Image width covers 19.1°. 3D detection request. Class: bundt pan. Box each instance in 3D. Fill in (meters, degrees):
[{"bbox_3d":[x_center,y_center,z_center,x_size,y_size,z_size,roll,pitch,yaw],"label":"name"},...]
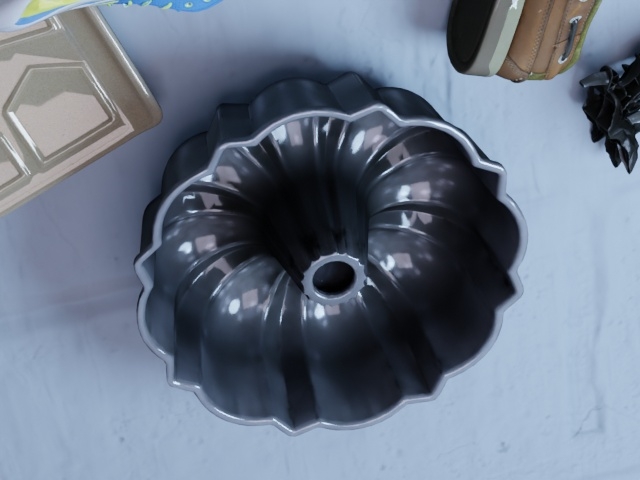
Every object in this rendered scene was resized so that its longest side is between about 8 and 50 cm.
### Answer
[{"bbox_3d":[0.000,0.000,1.596,0.331,0.124,0.331,-6,124,-9],"label":"bundt pan"}]

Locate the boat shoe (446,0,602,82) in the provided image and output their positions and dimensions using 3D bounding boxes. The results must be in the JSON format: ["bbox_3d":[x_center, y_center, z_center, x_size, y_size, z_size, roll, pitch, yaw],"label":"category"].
[{"bbox_3d":[0.195,-0.259,1.482,0.104,0.110,0.307,5,132,-21],"label":"boat shoe"}]

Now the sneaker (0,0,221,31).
[{"bbox_3d":[-0.136,-0.200,1.431,0.240,0.091,0.126,-32,132,-5],"label":"sneaker"}]

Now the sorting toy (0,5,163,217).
[{"bbox_3d":[-0.292,-0.160,1.476,0.229,0.041,0.307,-29,119,4],"label":"sorting toy"}]

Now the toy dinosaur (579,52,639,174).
[{"bbox_3d":[0.339,-0.141,1.592,0.218,0.164,0.322,-38,106,-3],"label":"toy dinosaur"}]
